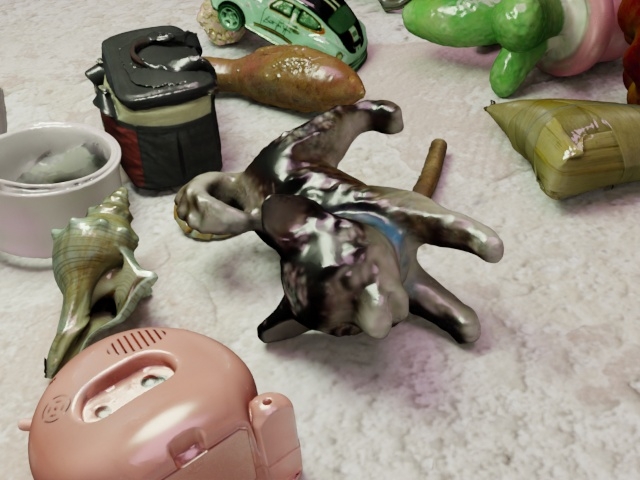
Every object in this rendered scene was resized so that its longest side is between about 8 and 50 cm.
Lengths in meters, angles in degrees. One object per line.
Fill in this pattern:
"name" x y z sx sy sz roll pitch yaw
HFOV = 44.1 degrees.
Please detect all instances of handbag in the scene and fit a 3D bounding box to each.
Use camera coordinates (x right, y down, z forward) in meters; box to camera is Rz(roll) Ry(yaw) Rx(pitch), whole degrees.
"handbag" -0.250 -0.211 1.191 0.181 0.182 0.254 -13 39 -15

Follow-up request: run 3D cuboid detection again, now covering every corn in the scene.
"corn" -0.151 -0.499 1.588 0.126 0.127 0.335 5 46 12

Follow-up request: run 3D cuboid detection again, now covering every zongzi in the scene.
"zongzi" 0.382 -0.158 1.137 0.228 0.115 0.256 -9 29 -10

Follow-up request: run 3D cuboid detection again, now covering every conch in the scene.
"conch" -0.256 0.045 0.960 0.137 0.114 0.234 -12 75 7

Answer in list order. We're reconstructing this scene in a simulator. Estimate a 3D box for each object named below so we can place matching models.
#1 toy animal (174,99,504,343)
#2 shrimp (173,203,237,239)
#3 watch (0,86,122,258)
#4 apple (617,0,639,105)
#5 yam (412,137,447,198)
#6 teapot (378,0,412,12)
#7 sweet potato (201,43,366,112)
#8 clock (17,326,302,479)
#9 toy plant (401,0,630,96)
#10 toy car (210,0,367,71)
"toy animal" 0.000 0.000 0.918 0.302 0.194 0.344 -10 37 -15
"shrimp" -0.111 -0.052 1.105 0.190 0.042 0.101 -14 61 -12
"watch" -0.387 -0.104 1.086 0.231 0.196 0.244 -1 36 -6
"apple" 0.593 -0.281 1.125 0.316 0.288 0.288 -7 38 18
"yam" 0.157 -0.097 1.133 0.032 0.032 0.145 9 42 16
"teapot" 0.114 -0.568 1.626 0.182 0.173 0.270 -31 63 22
"sweet potato" -0.095 -0.275 1.322 0.385 0.109 0.109 11 42 27
"clock" -0.170 0.171 0.765 0.227 0.142 0.241 -28 41 -26
"toy plant" 0.362 -0.374 1.317 0.356 0.211 0.317 -22 26 -19
"toy car" -0.049 -0.408 1.410 0.305 0.125 0.136 34 48 6
